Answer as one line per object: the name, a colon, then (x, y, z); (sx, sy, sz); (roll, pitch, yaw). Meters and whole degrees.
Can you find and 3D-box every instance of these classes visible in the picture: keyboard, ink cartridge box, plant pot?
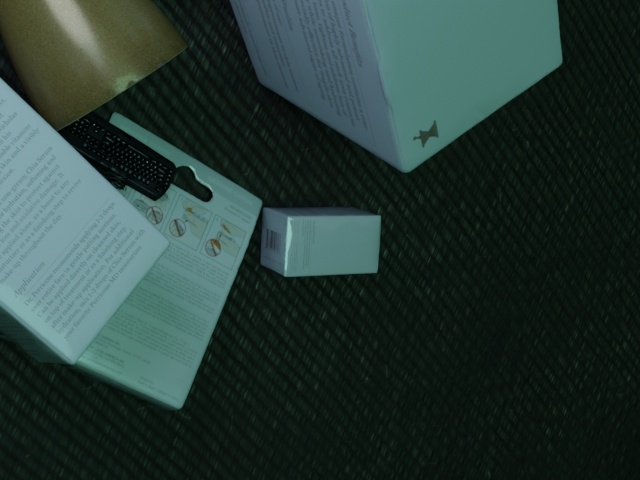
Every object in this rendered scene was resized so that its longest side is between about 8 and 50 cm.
keyboard: (-0.309, -0.125, 1.523); (0.192, 0.038, 0.100); (31, 66, -26)
ink cartridge box: (-0.294, 0.038, 1.591); (0.308, 0.091, 0.385); (31, 68, -28)
plant pot: (-0.351, -0.314, 1.371); (0.237, 0.237, 0.254); (-38, 107, -16)

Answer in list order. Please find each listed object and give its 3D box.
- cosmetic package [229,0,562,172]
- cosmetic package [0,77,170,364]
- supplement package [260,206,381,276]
cosmetic package: (0.093, -0.373, 1.468); (0.327, 0.394, 0.329); (-35, 135, -18)
cosmetic package: (-0.454, -0.059, 1.342); (0.453, 0.161, 0.230); (47, 63, -22)
supplement package: (0.000, 0.000, 1.703); (0.179, 0.105, 0.105); (-2, 100, -27)
